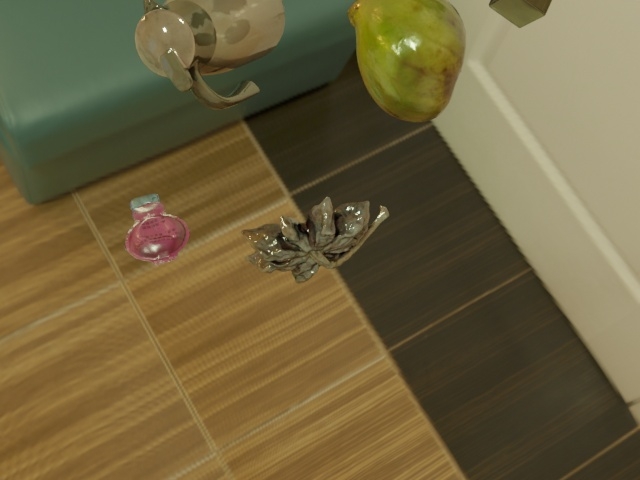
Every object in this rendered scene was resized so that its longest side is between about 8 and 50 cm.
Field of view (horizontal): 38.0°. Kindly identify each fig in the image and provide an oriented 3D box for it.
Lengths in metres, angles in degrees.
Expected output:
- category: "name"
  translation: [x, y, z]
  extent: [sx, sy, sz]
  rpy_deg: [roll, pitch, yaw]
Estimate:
- category: "fig"
  translation: [0.099, -0.203, 0.997]
  extent: [0.120, 0.136, 0.153]
  rpy_deg: [-12, 70, -10]

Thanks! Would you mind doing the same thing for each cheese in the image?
- category: "cheese"
  translation: [-0.241, -0.017, 1.342]
  extent: [0.095, 0.038, 0.145]
  rpy_deg: [-17, 48, -11]

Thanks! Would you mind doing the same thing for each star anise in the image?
- category: "star anise"
  translation: [0.000, -0.001, 1.489]
  extent: [0.262, 0.230, 0.081]
  rpy_deg: [-8, 58, -24]

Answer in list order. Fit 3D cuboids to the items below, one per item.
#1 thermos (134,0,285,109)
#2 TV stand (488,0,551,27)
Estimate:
- category: "thermos"
  translation: [-0.112, -0.206, 0.968]
  extent: [0.137, 0.105, 0.193]
  rpy_deg: [66, 26, -13]
- category: "TV stand"
  translation: [0.414, -0.536, 1.727]
  extent: [0.082, 0.088, 0.270]
  rpy_deg: [31, 75, -16]
